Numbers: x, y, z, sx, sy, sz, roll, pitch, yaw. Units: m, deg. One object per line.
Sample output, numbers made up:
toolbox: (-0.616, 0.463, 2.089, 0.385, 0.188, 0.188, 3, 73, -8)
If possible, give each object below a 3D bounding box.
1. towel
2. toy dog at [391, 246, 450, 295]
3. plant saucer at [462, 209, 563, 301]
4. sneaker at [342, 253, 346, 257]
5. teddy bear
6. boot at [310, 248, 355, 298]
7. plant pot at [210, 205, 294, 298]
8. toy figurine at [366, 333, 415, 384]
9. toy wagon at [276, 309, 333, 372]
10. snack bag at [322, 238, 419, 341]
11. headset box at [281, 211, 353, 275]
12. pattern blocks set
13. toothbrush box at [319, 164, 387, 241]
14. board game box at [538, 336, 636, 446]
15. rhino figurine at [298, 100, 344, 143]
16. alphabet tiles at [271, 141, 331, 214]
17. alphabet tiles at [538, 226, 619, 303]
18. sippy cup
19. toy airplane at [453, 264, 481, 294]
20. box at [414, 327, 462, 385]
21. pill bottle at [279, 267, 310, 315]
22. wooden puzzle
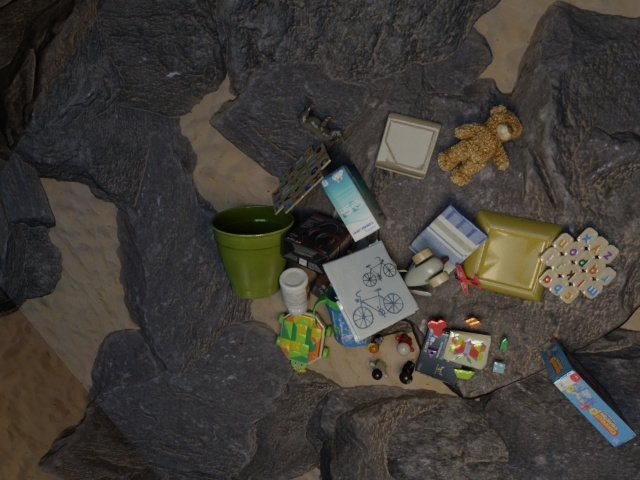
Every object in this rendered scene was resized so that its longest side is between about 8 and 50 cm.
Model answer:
towel: (0.528, 0.007, 1.764, 0.209, 0.034, 0.285, 41, 129, 6)
toy dog: (0.423, 0.142, 1.796, 0.334, 0.161, 0.220, -15, 92, 54)
plant saucer: (0.770, 0.070, 1.719, 0.333, 0.081, 0.332, 13, 105, 15)
sneaker: (0.085, 0.099, 1.903, 0.069, 0.038, 0.098, -10, 88, 15)
teddy bear: (0.628, -0.365, 1.661, 0.338, 0.113, 0.245, -23, 95, 21)
boot: (0.124, 0.187, 1.962, 0.264, 0.096, 0.280, 36, 102, 16)
plant pot: (-0.300, 0.064, 1.942, 0.367, 0.366, 0.352, 8, 115, 16)
toy figurine: (0.321, 0.535, 1.917, 0.210, 0.148, 0.212, -2, 101, 18)
toy wagon: (-0.087, 0.507, 2.084, 0.268, 0.068, 0.344, 12, 104, 15)
snack bag: (0.195, 0.192, 1.707, 0.342, 0.323, 0.037, 63, 152, 12)
headset box: (0.000, 0.000, 1.845, 0.218, 0.293, 0.110, 23, 128, 21)
pattern blocks set: (0.626, 0.462, 1.811, 0.325, 0.026, 0.285, -1, 101, 14)
toothbrush box: (0.147, -0.165, 1.797, 0.126, 0.216, 0.295, -32, 91, 20)
board game box: (1.005, 0.564, 1.624, 0.308, 0.302, 0.086, 47, 110, 4)
rhino figurine: (0.006, -0.500, 1.851, 0.243, 0.073, 0.106, 38, 105, 6)
alphabet tiles: (-0.092, -0.271, 1.844, 0.011, 0.285, 0.342, 35, 114, -32)
alphabet tiles: (0.996, 0.098, 1.639, 0.284, 0.021, 0.278, 36, 102, -8)
sippy cup: (0.139, 0.327, 1.830, 0.306, 0.240, 0.223, 9, 111, 34)
toy airplane: (0.606, 0.163, 1.748, 0.028, 0.151, 0.151, -28, 92, -15)
box: (0.543, 0.506, 1.888, 0.184, 0.059, 0.232, 18, 105, 12)
pill bottle: (-0.115, 0.244, 1.964, 0.131, 0.131, 0.229, 13, 138, 15)
wooden puzzle: (0.364, -0.397, 1.777, 0.221, 0.044, 0.238, 18, 101, 14)
